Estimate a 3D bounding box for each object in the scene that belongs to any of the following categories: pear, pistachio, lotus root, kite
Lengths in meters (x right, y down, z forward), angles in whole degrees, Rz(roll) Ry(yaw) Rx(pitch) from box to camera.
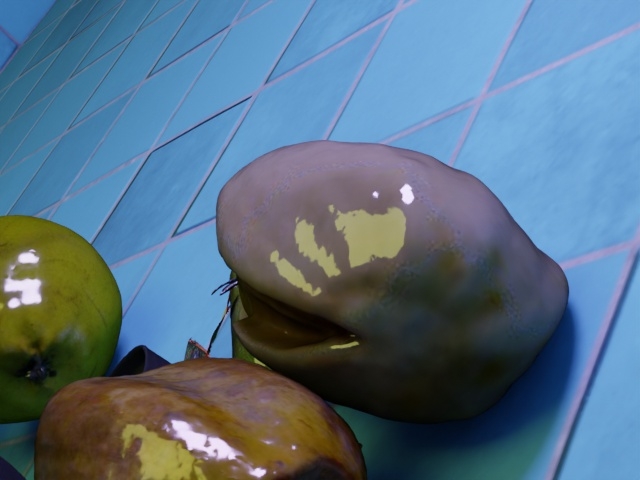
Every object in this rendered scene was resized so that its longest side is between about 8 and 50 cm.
[{"bbox_3d":[-0.303,0.076,1.406,0.212,0.212,0.269,-49,27,-3],"label":"pear"},{"bbox_3d":[0.037,0.017,0.901,0.197,0.166,0.288,-11,18,-22],"label":"pistachio"},{"bbox_3d":[-0.043,0.161,0.798,0.180,0.199,0.188,-8,88,51],"label":"lotus root"},{"bbox_3d":[-0.102,0.118,1.120,0.241,0.014,0.183,-141,72,-79],"label":"kite"}]

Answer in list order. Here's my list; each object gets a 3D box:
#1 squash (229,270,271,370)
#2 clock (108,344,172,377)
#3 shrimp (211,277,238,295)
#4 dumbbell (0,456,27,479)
[{"bbox_3d":[-0.038,0.066,1.100,0.066,0.066,0.229,-43,21,13],"label":"squash"},{"bbox_3d":[-0.169,0.173,1.147,0.184,0.040,0.184,-54,16,23],"label":"clock"},{"bbox_3d":[-0.001,0.000,1.084,0.190,0.073,0.075,-23,45,-22],"label":"shrimp"},{"bbox_3d":[-0.337,0.281,0.961,0.322,0.204,0.204,-49,21,3],"label":"dumbbell"}]
